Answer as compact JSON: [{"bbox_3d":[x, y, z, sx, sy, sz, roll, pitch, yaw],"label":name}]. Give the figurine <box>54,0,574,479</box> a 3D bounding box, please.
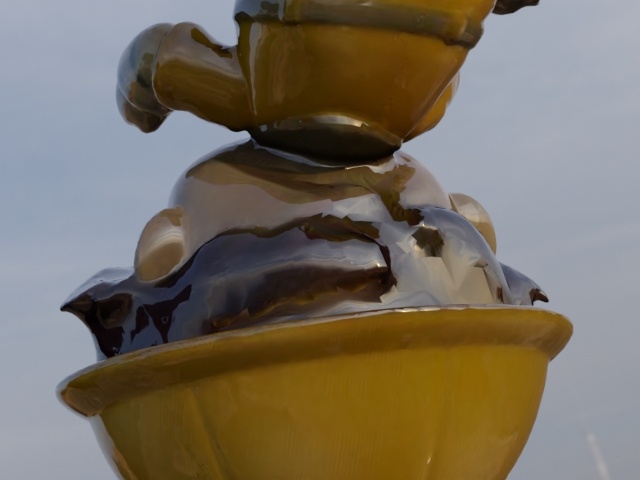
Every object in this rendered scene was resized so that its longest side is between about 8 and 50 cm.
[{"bbox_3d":[0.001,0.002,0.700,0.192,0.256,0.167,0,17,-7],"label":"figurine"}]
